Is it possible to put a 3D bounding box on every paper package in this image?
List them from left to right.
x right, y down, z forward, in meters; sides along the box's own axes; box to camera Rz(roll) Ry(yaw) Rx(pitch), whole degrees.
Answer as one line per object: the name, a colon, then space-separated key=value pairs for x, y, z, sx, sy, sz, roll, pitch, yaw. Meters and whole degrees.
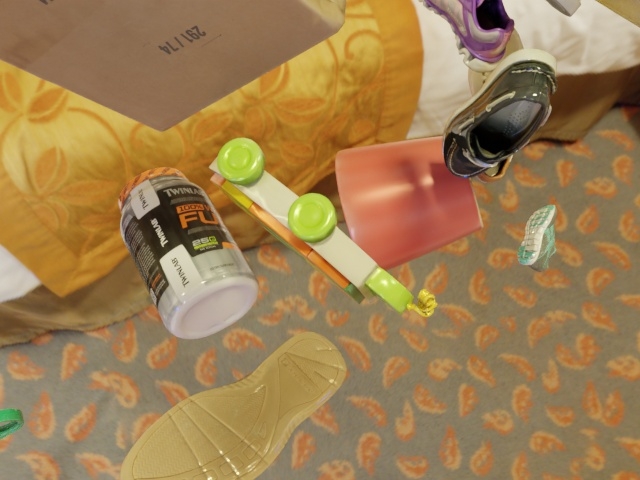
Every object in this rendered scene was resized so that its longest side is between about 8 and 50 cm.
paper package: x=-0.186 y=-0.293 z=0.696 sx=0.324 sy=0.309 sz=0.168 roll=-18 pitch=63 yaw=38

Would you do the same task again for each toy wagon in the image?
toy wagon: x=0.000 y=0.000 z=0.860 sx=0.344 sy=0.267 sz=0.068 roll=39 pitch=86 yaw=20

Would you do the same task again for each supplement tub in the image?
supplement tub: x=-0.269 y=0.017 z=1.278 sx=0.193 sy=0.194 sz=0.316 roll=-28 pitch=62 yaw=-13

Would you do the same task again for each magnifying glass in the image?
magnifying glass: x=-0.552 y=0.324 z=1.060 sx=0.092 sy=0.231 sz=0.026 roll=-2 pitch=59 yaw=-44

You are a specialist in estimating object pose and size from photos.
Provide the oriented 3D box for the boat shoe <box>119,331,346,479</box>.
boat shoe: x=-0.083 y=0.195 z=0.676 sx=0.103 sy=0.092 sz=0.285 roll=44 pitch=43 yaw=14

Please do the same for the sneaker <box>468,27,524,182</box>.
sneaker: x=0.325 y=-0.246 z=1.174 sx=0.105 sy=0.123 sz=0.290 roll=0 pitch=105 yaw=0

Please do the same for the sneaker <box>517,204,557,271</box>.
sneaker: x=0.501 y=-0.002 z=1.468 sx=0.076 sy=0.065 sz=0.167 roll=36 pitch=71 yaw=-23

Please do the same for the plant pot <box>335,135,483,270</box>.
plant pot: x=0.185 y=-0.087 z=1.316 sx=0.243 sy=0.275 sz=0.275 roll=-16 pitch=67 yaw=14

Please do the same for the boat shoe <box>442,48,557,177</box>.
boat shoe: x=0.265 y=-0.170 z=1.023 sx=0.114 sy=0.303 sz=0.091 roll=14 pitch=64 yaw=-2

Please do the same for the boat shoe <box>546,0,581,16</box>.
boat shoe: x=0.217 y=-0.304 z=0.668 sx=0.081 sy=0.069 sz=0.228 roll=24 pitch=28 yaw=-33

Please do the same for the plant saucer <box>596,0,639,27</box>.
plant saucer: x=0.407 y=-0.432 z=0.951 sx=0.333 sy=0.332 sz=0.081 roll=44 pitch=112 yaw=22

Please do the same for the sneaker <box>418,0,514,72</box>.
sneaker: x=0.236 y=-0.395 z=1.059 sx=0.095 sy=0.104 sz=0.236 roll=-33 pitch=84 yaw=-13
